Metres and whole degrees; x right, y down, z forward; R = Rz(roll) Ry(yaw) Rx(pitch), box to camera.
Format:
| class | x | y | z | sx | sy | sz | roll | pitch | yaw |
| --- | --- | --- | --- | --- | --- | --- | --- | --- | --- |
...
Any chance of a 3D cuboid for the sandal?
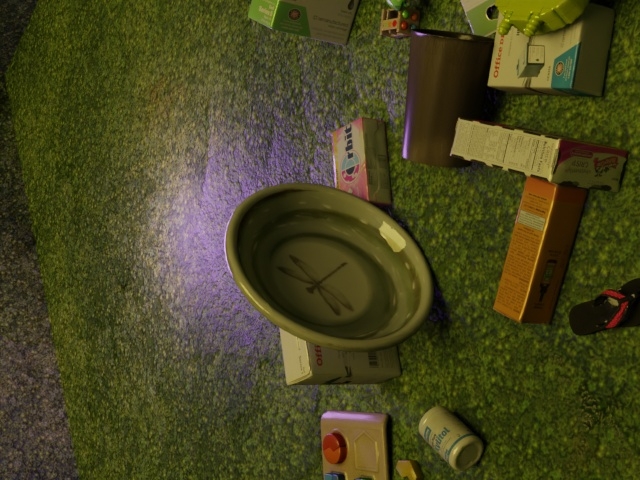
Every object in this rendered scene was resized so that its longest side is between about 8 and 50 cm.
| class | x | y | z | sx | sy | sz | roll | pitch | yaw |
| --- | --- | --- | --- | --- | --- | --- | --- | --- | --- |
| sandal | 0.442 | 0.106 | 1.601 | 0.179 | 0.040 | 0.067 | -31 | 61 | 49 |

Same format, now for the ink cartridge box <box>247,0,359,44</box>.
| class | x | y | z | sx | sy | sz | roll | pitch | yaw |
| --- | --- | --- | --- | --- | --- | --- | --- | --- | --- |
| ink cartridge box | -0.012 | -0.569 | 2.195 | 0.115 | 0.198 | 0.273 | 38 | 117 | 50 |

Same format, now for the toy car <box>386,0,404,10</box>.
| class | x | y | z | sx | sy | sz | roll | pitch | yaw |
| --- | --- | --- | --- | --- | --- | --- | --- | --- | --- |
| toy car | 0.129 | -0.548 | 2.021 | 0.239 | 0.053 | 0.225 | 105 | 163 | -69 |

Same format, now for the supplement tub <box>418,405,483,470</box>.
| class | x | y | z | sx | sy | sz | roll | pitch | yaw |
| --- | --- | --- | --- | --- | --- | --- | --- | --- | --- |
| supplement tub | 0.230 | 0.349 | 1.845 | 0.107 | 0.071 | 0.071 | 40 | 118 | 49 |

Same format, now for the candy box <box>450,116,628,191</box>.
| class | x | y | z | sx | sy | sz | roll | pitch | yaw |
| --- | --- | --- | --- | --- | --- | --- | --- | --- | --- |
| candy box | 0.344 | -0.139 | 1.670 | 0.233 | 0.159 | 0.071 | 24 | 106 | 53 |

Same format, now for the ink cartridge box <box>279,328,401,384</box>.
| class | x | y | z | sx | sy | sz | roll | pitch | yaw |
| --- | --- | --- | --- | --- | --- | --- | --- | --- | --- |
| ink cartridge box | 0.034 | 0.192 | 2.012 | 0.092 | 0.219 | 0.160 | -31 | 61 | 49 |

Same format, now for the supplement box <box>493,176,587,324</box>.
| class | x | y | z | sx | sy | sz | roll | pitch | yaw |
| --- | --- | --- | --- | --- | --- | --- | --- | --- | --- |
| supplement box | 0.356 | 0.017 | 1.705 | 0.080 | 0.078 | 0.233 | 25 | 105 | 53 |

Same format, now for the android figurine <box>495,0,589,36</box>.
| class | x | y | z | sx | sy | sz | roll | pitch | yaw |
| --- | --- | --- | --- | --- | --- | --- | --- | --- | --- |
| android figurine | 0.376 | -0.434 | 1.661 | 0.273 | 0.056 | 0.248 | -56 | 34 | -6 |

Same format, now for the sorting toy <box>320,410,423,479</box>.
| class | x | y | z | sx | sy | sz | roll | pitch | yaw |
| --- | --- | --- | --- | --- | --- | --- | --- | --- | --- |
| sorting toy | 0.090 | 0.454 | 2.055 | 0.307 | 0.041 | 0.229 | -9 | 78 | 54 |

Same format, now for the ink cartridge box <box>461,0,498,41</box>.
| class | x | y | z | sx | sy | sz | roll | pitch | yaw |
| --- | --- | --- | --- | --- | --- | --- | --- | --- | --- |
| ink cartridge box | 0.306 | -0.497 | 1.865 | 0.171 | 0.056 | 0.235 | -20 | 94 | 53 |

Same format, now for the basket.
| class | x | y | z | sx | sy | sz | roll | pitch | yaw |
| --- | --- | --- | --- | --- | --- | --- | --- | --- | --- |
| basket | 0.222 | -0.253 | 1.863 | 0.204 | 0.154 | 0.227 | -92 | 8 | -74 |

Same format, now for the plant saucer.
| class | x | y | z | sx | sy | sz | roll | pitch | yaw |
| --- | --- | --- | --- | --- | --- | --- | --- | --- | --- |
| plant saucer | 0.008 | 0.064 | 1.925 | 0.400 | 0.400 | 0.100 | 66 | 145 | 35 |

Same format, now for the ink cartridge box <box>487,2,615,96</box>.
| class | x | y | z | sx | sy | sz | roll | pitch | yaw |
| --- | --- | --- | --- | --- | --- | --- | --- | --- | --- |
| ink cartridge box | 0.375 | -0.311 | 1.716 | 0.190 | 0.082 | 0.140 | 13 | 96 | 53 |

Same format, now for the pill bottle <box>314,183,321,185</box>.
| class | x | y | z | sx | sy | sz | roll | pitch | yaw |
| --- | --- | --- | --- | --- | --- | --- | --- | --- | --- |
| pill bottle | 0.000 | 0.000 | 2.172 | 0.121 | 0.121 | 0.221 | -49 | 48 | 40 |

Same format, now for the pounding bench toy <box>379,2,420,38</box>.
| class | x | y | z | sx | sy | sz | roll | pitch | yaw |
| --- | --- | --- | --- | --- | --- | --- | --- | --- | --- |
| pounding bench toy | 0.160 | -0.445 | 2.061 | 0.065 | 0.052 | 0.083 | 5 | 90 | 55 |

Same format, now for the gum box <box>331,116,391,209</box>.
| class | x | y | z | sx | sy | sz | roll | pitch | yaw |
| --- | --- | --- | --- | --- | --- | --- | --- | --- | --- |
| gum box | 0.082 | -0.142 | 2.124 | 0.107 | 0.062 | 0.188 | -21 | 69 | 52 |
